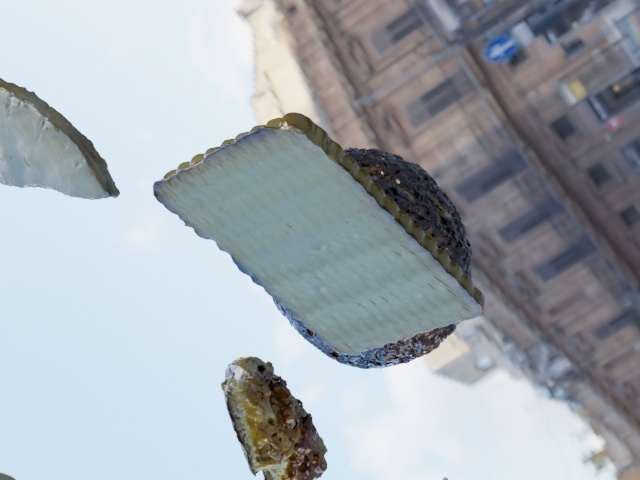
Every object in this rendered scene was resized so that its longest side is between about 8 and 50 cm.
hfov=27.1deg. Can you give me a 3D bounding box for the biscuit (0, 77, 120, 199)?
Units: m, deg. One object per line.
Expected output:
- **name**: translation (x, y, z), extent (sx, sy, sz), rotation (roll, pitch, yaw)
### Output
- **biscuit**: translation (-0.355, -0.119, 1.483), extent (0.038, 0.290, 0.141), rotation (-43, -48, -44)

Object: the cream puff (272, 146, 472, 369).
- **cream puff**: translation (0.058, 0.014, 1.375), extent (0.239, 0.165, 0.239), rotation (21, -127, -31)

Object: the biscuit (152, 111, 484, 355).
- **biscuit**: translation (0.000, 0.000, 1.093), extent (0.254, 0.172, 0.029), rotation (43, -133, -28)

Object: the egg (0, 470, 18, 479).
- **egg**: translation (-0.417, 0.342, 1.650), extent (0.114, 0.114, 0.152), rotation (55, 156, -8)

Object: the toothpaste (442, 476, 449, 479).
- **toothpaste**: translation (0.011, 0.342, 1.416), extent (0.073, 0.299, 0.114), rotation (117, 129, -83)

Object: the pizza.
- **pizza**: translation (-0.050, 0.237, 1.677), extent (0.305, 0.085, 0.161), rotation (64, -170, -57)
